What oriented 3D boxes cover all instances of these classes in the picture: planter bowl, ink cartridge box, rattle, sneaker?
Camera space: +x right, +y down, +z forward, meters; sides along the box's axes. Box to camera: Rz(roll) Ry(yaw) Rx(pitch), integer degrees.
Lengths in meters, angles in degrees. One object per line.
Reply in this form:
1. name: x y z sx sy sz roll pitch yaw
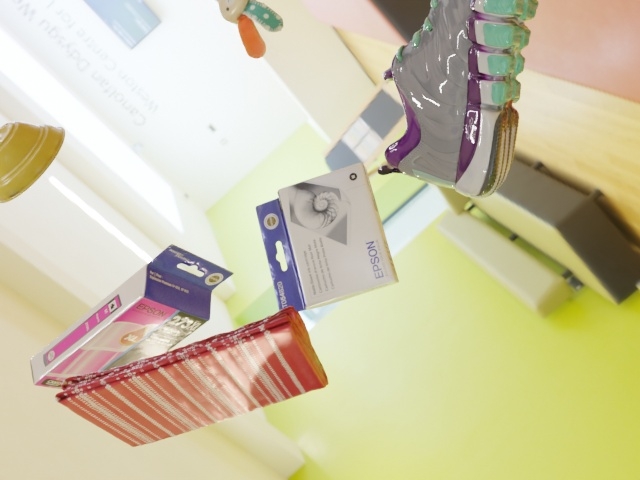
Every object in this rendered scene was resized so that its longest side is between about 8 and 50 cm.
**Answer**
1. planter bowl: -0.671 -0.194 1.352 0.090 0.217 0.217 45 -175 -39
2. ink cartridge box: -0.341 0.160 1.145 0.176 0.371 0.069 33 -158 -53
3. rattle: -0.131 -0.354 0.807 0.143 0.130 0.199 24 -119 -61
4. sneaker: 0.087 -0.142 0.408 0.098 0.223 0.083 13 -164 26
5. ink cartridge box: 0.000 0.000 1.081 0.045 0.224 0.223 30 -137 -70

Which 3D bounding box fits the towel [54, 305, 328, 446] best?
1. towel: -0.135 0.170 0.731 0.199 0.275 0.031 69 -177 -54
